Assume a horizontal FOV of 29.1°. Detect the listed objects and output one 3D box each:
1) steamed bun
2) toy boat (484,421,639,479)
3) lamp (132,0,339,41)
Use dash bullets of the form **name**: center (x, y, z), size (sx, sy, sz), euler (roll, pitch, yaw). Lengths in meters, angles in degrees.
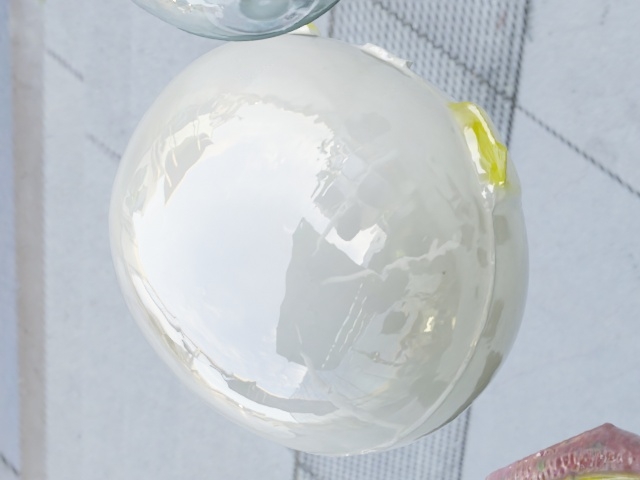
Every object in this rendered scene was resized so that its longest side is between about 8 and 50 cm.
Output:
- **steamed bun**: center (-0.004, -0.001, 1.016), size (0.374, 0.334, 0.334), euler (34, 125, 34)
- **toy boat**: center (0.228, 0.243, 1.172), size (0.318, 0.141, 0.099), euler (-34, 68, 48)
- **lamp**: center (-0.027, -0.118, 0.413), size (0.105, 0.105, 0.105), euler (15, 116, 33)
